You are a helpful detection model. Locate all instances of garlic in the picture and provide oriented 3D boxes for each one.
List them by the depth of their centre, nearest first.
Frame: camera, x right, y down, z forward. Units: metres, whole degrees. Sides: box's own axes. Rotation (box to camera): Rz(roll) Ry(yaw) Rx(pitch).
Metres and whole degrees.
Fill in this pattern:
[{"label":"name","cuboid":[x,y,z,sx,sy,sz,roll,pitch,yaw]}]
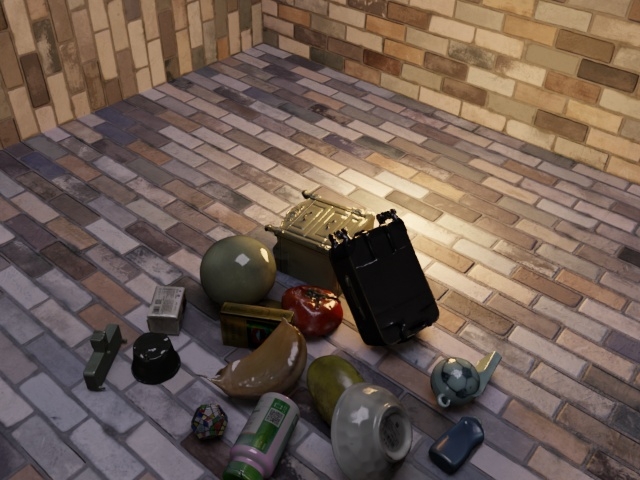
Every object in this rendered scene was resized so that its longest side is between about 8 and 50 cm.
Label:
[{"label":"garlic","cuboid":[-0.187,0.402,1.930,0.339,0.151,0.196,-33,75,-10]}]

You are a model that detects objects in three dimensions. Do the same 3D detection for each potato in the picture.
[{"label":"potato","cuboid":[0.058,0.453,1.858,0.149,0.197,0.228,11,10,-40]}]

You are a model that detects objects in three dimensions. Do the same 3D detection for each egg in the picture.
[{"label":"egg","cuboid":[-0.287,0.108,2.168,0.259,0.258,0.352,-12,1,-17]}]

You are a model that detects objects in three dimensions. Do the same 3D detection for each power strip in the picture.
[{"label":"power strip","cuboid":[-0.686,0.349,1.980,0.061,0.145,0.215,4,40,4]}]

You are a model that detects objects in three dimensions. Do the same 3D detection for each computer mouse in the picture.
[{"label":"computer mouse","cuboid":[-0.181,0.248,2.185,0.199,0.044,0.102,14,33,24]}]

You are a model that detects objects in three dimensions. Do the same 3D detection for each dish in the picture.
[{"label":"dish","cuboid":[0.163,0.525,1.699,0.120,0.303,0.303,-17,22,43]}]

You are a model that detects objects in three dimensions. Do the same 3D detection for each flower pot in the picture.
[{"label":"flower pot","cuboid":[-0.533,0.366,1.998,0.158,0.106,0.157,0,40,0]}]

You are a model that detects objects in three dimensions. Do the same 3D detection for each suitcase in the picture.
[{"label":"suitcase","cuboid":[0.205,0.139,2.106,0.283,0.194,0.433,-23,89,-28]}]

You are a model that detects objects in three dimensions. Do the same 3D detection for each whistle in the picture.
[{"label":"whistle","cuboid":[0.434,0.417,1.945,0.164,0.163,0.290,24,43,24]}]

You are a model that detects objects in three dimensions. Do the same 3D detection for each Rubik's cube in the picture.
[{"label":"Rubik's cube","cuboid":[-0.323,0.527,1.821,0.111,0.093,0.111,1,41,-1]}]

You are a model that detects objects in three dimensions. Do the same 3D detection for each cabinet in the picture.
[{"label":"cabinet","cuboid":[0.000,0.000,2.370,0.318,0.227,0.290,22,45,23]}]

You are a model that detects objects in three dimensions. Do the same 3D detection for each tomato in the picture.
[{"label":"tomato","cuboid":[-0.024,0.221,2.159,0.228,0.101,0.228,13,32,-8]}]

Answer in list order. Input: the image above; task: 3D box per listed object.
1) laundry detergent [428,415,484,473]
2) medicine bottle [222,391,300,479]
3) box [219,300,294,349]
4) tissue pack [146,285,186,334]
[{"label":"laundry detergent","cuboid":[0.408,0.580,1.818,0.097,0.061,0.206,25,43,37]},{"label":"medicine bottle","cuboid":[-0.166,0.568,1.748,0.134,0.133,0.274,14,41,14]},{"label":"box","cuboid":[-0.207,0.288,2.066,0.240,0.159,0.071,7,37,8]},{"label":"tissue pack","cuboid":[-0.526,0.240,2.153,0.106,0.099,0.148,4,39,-2]}]
